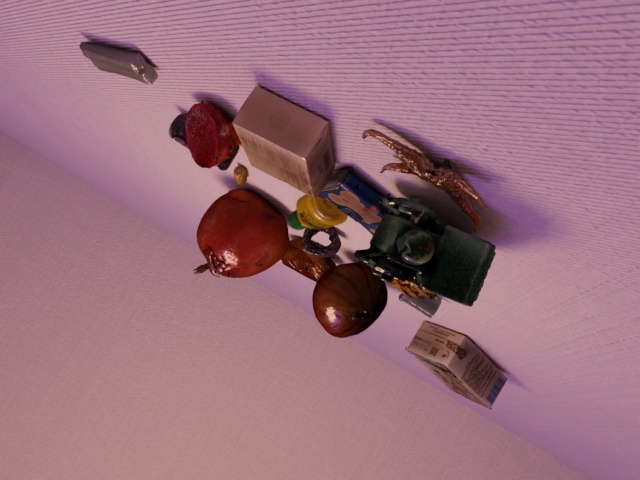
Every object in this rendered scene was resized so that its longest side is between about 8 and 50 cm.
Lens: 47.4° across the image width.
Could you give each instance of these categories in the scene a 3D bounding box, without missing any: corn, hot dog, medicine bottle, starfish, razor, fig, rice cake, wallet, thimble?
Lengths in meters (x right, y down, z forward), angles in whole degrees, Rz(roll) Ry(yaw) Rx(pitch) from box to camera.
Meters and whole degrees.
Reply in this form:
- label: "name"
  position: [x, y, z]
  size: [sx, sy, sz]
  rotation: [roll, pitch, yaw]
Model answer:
- label: "corn"
  position: [-0.217, -0.175, 1.981]
  size: [0.037, 0.037, 0.092]
  rotation: [30, 170, 4]
- label: "hot dog"
  position: [0.253, 0.108, 1.898]
  size: [0.109, 0.072, 0.269]
  rotation: [33, 169, -17]
- label: "medicine bottle"
  position: [-0.020, -0.068, 1.847]
  size: [0.111, 0.076, 0.309]
  rotation: [35, 168, -11]
- label: "starfish"
  position: [0.184, -0.116, 1.267]
  size: [0.247, 0.050, 0.138]
  rotation: [36, 169, 12]
- label: "razor"
  position: [0.270, 0.173, 2.146]
  size: [0.106, 0.068, 0.232]
  rotation: [33, 172, -4]
- label: "hot dog"
  position: [-0.038, 0.068, 2.350]
  size: [0.227, 0.099, 0.160]
  rotation: [22, 164, 40]
- label: "fig"
  position: [0.091, 0.181, 2.169]
  size: [0.214, 0.235, 0.235]
  rotation: [20, 164, 25]
- label: "rice cake"
  position: [-0.457, -0.405, 1.646]
  size: [0.221, 0.042, 0.080]
  rotation: [23, 160, 38]
- label: "wallet"
  position: [0.094, -0.079, 1.580]
  size: [0.202, 0.059, 0.141]
  rotation: [34, 161, -21]
- label: "thimble"
  position: [0.002, -0.001, 2.023]
  size: [0.104, 0.095, 0.066]
  rotation: [-8, 169, 9]

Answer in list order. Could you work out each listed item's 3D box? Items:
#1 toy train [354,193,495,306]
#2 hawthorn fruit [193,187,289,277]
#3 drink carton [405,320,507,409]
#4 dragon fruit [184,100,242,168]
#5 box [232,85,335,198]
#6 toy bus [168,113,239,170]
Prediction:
- label: "toy train"
  position: [0.201, 0.018, 1.403]
  size: [0.238, 0.167, 0.299]
  rotation: [22, -177, -5]
- label: "hawthorn fruit"
  position: [-0.254, 0.002, 2.160]
  size: [0.276, 0.307, 0.276]
  rotation: [43, 168, 12]
- label: "drink carton"
  position: [0.462, 0.415, 2.445]
  size: [0.194, 0.132, 0.324]
  rotation: [17, 159, 50]
- label: "dragon fruit"
  position: [-0.229, -0.241, 1.648]
  size: [0.111, 0.153, 0.153]
  rotation: [-11, -162, -38]
- label: "box"
  position: [-0.065, -0.188, 1.444]
  size: [0.168, 0.095, 0.212]
  rotation: [30, 168, 12]
- label: "toy bus"
  position: [-0.288, -0.242, 1.808]
  size: [0.174, 0.079, 0.077]
  rotation: [31, 177, 1]
